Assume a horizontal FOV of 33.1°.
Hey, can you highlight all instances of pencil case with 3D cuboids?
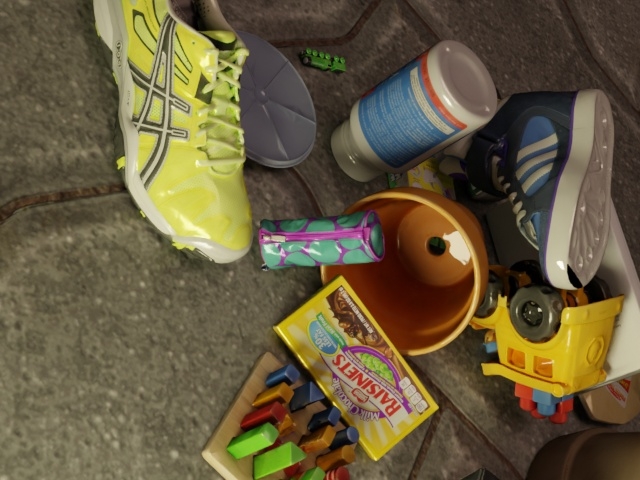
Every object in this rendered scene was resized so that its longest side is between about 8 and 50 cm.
[{"bbox_3d":[0.000,0.000,1.293,0.070,0.151,0.065,23,64,-65],"label":"pencil case"}]

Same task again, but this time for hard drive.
[{"bbox_3d":[0.364,0.063,1.572,0.040,0.203,0.308,5,64,-42],"label":"hard drive"}]

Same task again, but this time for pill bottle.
[{"bbox_3d":[0.118,-0.165,1.448,0.124,0.221,0.124,24,52,-34],"label":"pill bottle"}]

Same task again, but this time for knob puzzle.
[{"bbox_3d":[0.434,0.208,1.688,0.213,0.030,0.213,24,53,-35],"label":"knob puzzle"}]

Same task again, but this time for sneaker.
[{"bbox_3d":[-0.152,-0.162,1.232,0.145,0.147,0.385,-14,85,-49],"label":"sneaker"},{"bbox_3d":[0.272,-0.068,1.499,0.130,0.236,0.323,47,49,-43],"label":"sneaker"}]

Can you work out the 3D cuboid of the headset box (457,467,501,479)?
[{"bbox_3d":[0.213,0.440,1.240,0.283,0.131,0.246,37,46,-11],"label":"headset box"}]

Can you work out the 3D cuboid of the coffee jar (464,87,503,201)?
[{"bbox_3d":[0.254,-0.156,1.685,0.096,0.079,0.185,3,67,-40],"label":"coffee jar"}]

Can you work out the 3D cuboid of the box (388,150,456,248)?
[{"bbox_3d":[0.150,-0.068,1.561,0.105,0.043,0.179,17,54,-38],"label":"box"}]

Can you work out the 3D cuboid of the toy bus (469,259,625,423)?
[{"bbox_3d":[0.291,0.143,1.498,0.149,0.220,0.212,-10,109,-43],"label":"toy bus"}]

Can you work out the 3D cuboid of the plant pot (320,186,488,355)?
[{"bbox_3d":[0.129,0.022,1.388,0.205,0.205,0.188,60,26,1],"label":"plant pot"}]

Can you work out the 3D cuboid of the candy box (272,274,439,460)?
[{"bbox_3d":[0.044,0.154,1.301,0.105,0.027,0.206,-38,97,-11],"label":"candy box"}]

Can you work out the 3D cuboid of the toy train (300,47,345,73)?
[{"bbox_3d":[0.004,-0.257,1.546,0.083,0.017,0.024,6,74,-43],"label":"toy train"}]

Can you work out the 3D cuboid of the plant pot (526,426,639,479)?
[{"bbox_3d":[0.484,0.382,1.450,0.323,0.280,0.323,24,51,-33],"label":"plant pot"}]

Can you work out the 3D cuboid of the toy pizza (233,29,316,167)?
[{"bbox_3d":[-0.087,-0.182,1.402,0.201,0.032,0.201,24,51,-34],"label":"toy pizza"}]

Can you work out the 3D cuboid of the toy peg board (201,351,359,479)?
[{"bbox_3d":[-0.021,0.222,1.198,0.161,0.079,0.161,47,43,-15],"label":"toy peg board"}]
